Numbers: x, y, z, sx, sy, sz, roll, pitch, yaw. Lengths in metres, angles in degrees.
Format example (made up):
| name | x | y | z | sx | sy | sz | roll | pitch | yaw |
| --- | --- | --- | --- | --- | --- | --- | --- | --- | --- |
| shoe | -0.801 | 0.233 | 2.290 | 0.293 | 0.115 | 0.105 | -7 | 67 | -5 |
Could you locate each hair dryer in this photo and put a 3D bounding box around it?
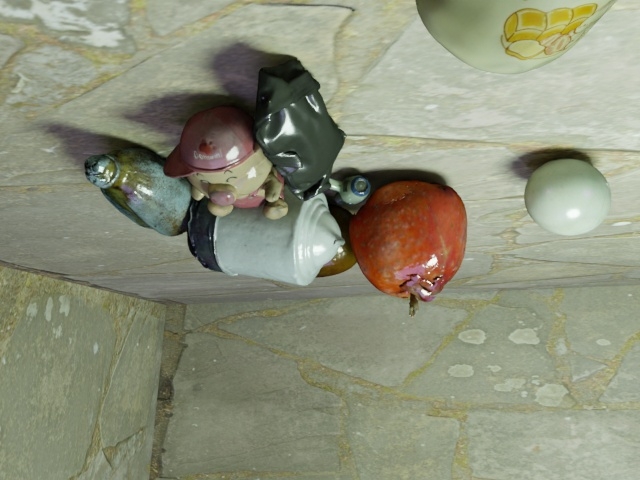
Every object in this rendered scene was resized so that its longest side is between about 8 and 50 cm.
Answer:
| name | x | y | z | sx | sy | sz | roll | pitch | yaw |
| --- | --- | --- | --- | --- | --- | --- | --- | --- | --- |
| hair dryer | 0.008 | -0.118 | 1.193 | 0.200 | 0.067 | 0.167 | 12 | 170 | 2 |

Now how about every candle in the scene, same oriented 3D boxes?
| name | x | y | z | sx | sy | sz | roll | pitch | yaw |
| --- | --- | --- | --- | --- | --- | --- | --- | --- | --- |
| candle | -0.099 | -0.017 | 1.152 | 0.343 | 0.221 | 0.221 | 10 | 167 | 18 |

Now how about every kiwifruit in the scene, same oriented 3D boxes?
| name | x | y | z | sx | sy | sz | roll | pitch | yaw |
| --- | --- | --- | --- | --- | --- | --- | --- | --- | --- |
| kiwifruit | 0.000 | 0.000 | 1.351 | 0.234 | 0.195 | 0.196 | -3 | 165 | -6 |

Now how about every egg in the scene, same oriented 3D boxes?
| name | x | y | z | sx | sy | sz | roll | pitch | yaw |
| --- | --- | --- | --- | --- | --- | --- | --- | --- | --- |
| egg | 0.497 | -0.084 | 1.070 | 0.209 | 0.151 | 0.151 | 11 | 162 | -43 |

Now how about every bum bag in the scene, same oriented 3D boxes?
| name | x | y | z | sx | sy | sz | roll | pitch | yaw |
| --- | --- | --- | --- | --- | --- | --- | --- | --- | --- |
| bum bag | -0.034 | -0.175 | 0.862 | 0.080 | 0.142 | 0.326 | 33 | 171 | 22 |

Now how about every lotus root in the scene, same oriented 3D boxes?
| name | x | y | z | sx | sy | sz | roll | pitch | yaw |
| --- | --- | --- | --- | --- | --- | --- | --- | --- | --- |
| lotus root | -0.354 | -0.112 | 1.084 | 0.158 | 0.139 | 0.322 | 22 | 166 | 19 |

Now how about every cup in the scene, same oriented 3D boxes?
| name | x | y | z | sx | sy | sz | roll | pitch | yaw |
| --- | --- | --- | --- | --- | --- | --- | --- | --- | --- |
| cup | 0.210 | -0.280 | 0.455 | 0.173 | 0.255 | 0.202 | 45 | 159 | 2 |

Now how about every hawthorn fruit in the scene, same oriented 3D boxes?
| name | x | y | z | sx | sy | sz | roll | pitch | yaw |
| --- | --- | --- | --- | --- | --- | --- | --- | --- | --- |
| hawthorn fruit | 0.197 | 0.023 | 1.189 | 0.276 | 0.307 | 0.276 | -1 | 162 | 0 |

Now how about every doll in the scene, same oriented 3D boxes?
| name | x | y | z | sx | sy | sz | roll | pitch | yaw |
| --- | --- | --- | --- | --- | --- | --- | --- | --- | --- |
| doll | -0.161 | -0.127 | 0.951 | 0.196 | 0.152 | 0.256 | -26 | 155 | 1 |
